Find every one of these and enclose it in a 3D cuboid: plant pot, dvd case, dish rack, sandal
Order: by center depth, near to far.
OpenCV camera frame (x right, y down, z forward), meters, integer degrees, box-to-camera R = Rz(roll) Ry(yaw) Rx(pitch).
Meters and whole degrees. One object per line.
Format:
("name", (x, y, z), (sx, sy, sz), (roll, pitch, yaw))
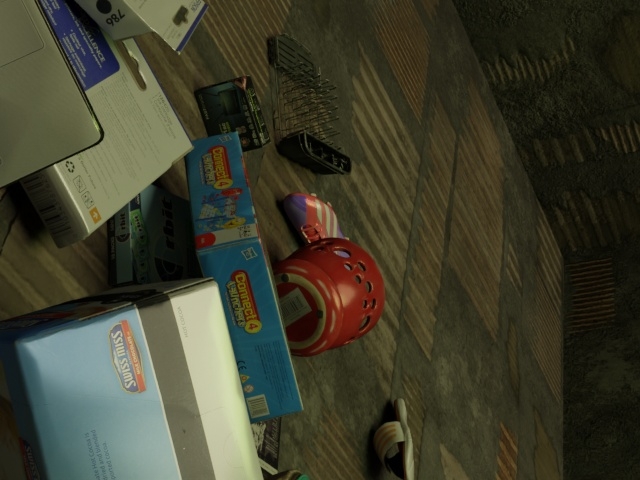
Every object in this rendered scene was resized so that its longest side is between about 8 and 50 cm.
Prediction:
("dvd case", (-0.107, 0.268, 1.789), (0.164, 0.018, 0.221), (48, 37, -51))
("plant pot", (-0.007, 0.104, 1.880), (0.174, 0.191, 0.191), (-27, 105, -59))
("dish rack", (-0.023, -0.270, 2.147), (0.208, 0.074, 0.271), (23, 58, -63))
("sandal", (0.145, 0.412, 2.231), (0.265, 0.076, 0.102), (-95, -179, -71))

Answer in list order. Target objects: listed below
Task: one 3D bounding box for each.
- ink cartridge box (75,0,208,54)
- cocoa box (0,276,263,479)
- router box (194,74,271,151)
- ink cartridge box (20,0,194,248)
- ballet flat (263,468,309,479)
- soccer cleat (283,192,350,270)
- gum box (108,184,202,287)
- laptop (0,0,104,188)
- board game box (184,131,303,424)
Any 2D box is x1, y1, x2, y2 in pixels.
("ink cartridge box", (-0.302, -0.385, 1.459), (0.333, 0.065, 0.165), (45, 31, -19))
("cocoa box", (-0.216, 0.235, 1.129), (0.228, 0.231, 0.347), (-16, 96, -36))
("router box", (-0.146, -0.205, 1.821), (0.038, 0.092, 0.122), (-42, 117, -62))
("ink cartridge box", (-0.320, -0.188, 1.424), (0.304, 0.072, 0.307), (62, 26, -14))
("ballet flat", (-0.111, 0.439, 1.595), (0.316, 0.106, 0.107), (-36, 119, -63))
("soccer cleat", (0.000, 0.000, 2.076), (0.248, 0.083, 0.095), (53, 39, -49))
("gum box", (-0.238, 0.003, 1.587), (0.184, 0.041, 0.157), (26, 56, -60))
("laptop", (-0.447, -0.145, 0.970), (0.382, 0.408, 0.236), (67, -7, -25))
("board game box", (-0.114, 0.049, 1.581), (0.302, 0.086, 0.308), (-106, -177, -55))
